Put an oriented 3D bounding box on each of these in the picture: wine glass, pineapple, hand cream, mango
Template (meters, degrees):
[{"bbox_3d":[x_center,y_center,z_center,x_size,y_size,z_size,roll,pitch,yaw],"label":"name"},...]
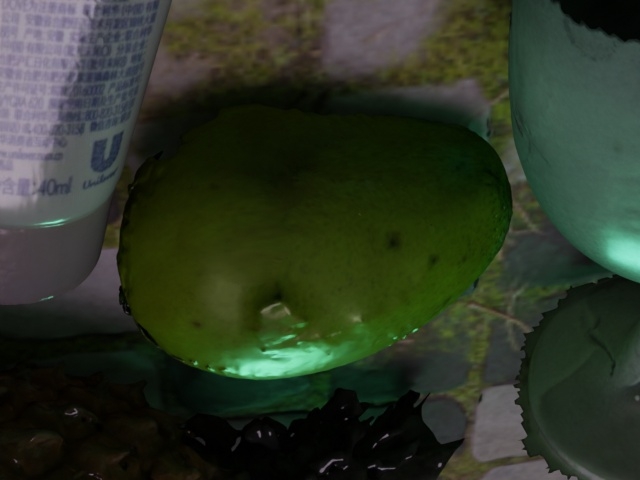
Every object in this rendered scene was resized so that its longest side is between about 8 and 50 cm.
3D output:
[{"bbox_3d":[0.146,-0.014,0.652,0.143,0.143,0.321,-9,144,1],"label":"wine glass"},{"bbox_3d":[-0.104,0.143,0.796,0.362,0.202,0.202,-8,144,-25],"label":"pineapple"},{"bbox_3d":[-0.110,-0.093,0.578,0.133,0.083,0.248,4,129,-17],"label":"hand cream"},{"bbox_3d":[0.000,0.001,0.687,0.178,0.100,0.119,-13,138,-12],"label":"mango"}]
